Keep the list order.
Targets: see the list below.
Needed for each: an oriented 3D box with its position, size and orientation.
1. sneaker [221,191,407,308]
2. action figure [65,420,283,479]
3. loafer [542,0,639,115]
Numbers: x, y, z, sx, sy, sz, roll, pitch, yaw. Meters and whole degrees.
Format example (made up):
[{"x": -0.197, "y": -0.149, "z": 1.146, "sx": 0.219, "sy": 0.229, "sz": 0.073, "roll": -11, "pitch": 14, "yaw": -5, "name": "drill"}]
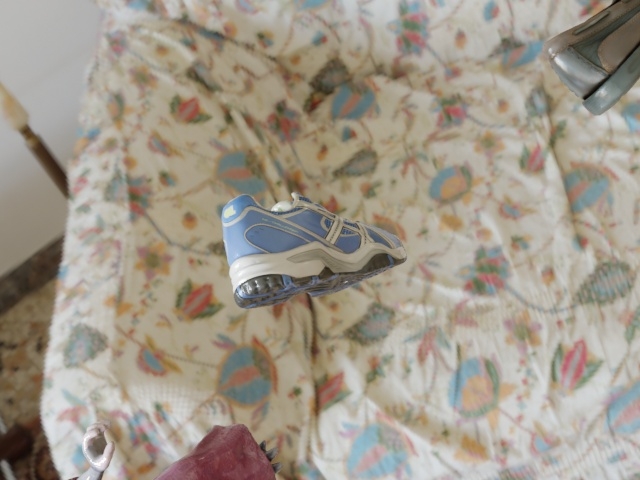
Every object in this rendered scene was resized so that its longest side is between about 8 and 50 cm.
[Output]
[{"x": 0.000, "y": 0.000, "z": 0.905, "sx": 0.080, "sy": 0.211, "sz": 0.081, "roll": -27, "pitch": 77, "yaw": 30, "name": "sneaker"}, {"x": -0.199, "y": 0.320, "z": 1.155, "sx": 0.275, "sy": 0.370, "sz": 0.248, "roll": -30, "pitch": 78, "yaw": 38, "name": "action figure"}, {"x": 0.297, "y": -0.226, "z": 1.038, "sx": 0.084, "sy": 0.096, "sz": 0.267, "roll": 40, "pitch": 57, "yaw": 0, "name": "loafer"}]
